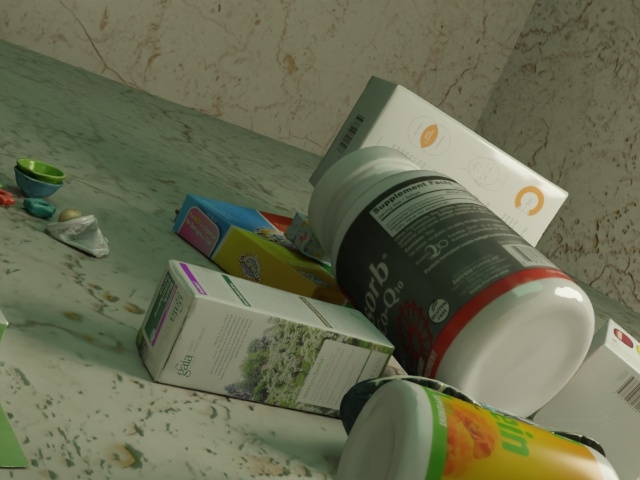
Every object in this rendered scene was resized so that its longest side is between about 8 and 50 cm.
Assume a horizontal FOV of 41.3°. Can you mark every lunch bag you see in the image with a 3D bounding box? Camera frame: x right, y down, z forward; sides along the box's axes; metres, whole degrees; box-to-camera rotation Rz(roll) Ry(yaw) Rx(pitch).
[{"bbox_3d":[0.000,0.000,1.237,0.083,0.053,0.071,28,8,-33],"label":"lunch bag"}]

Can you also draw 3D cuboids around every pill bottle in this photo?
[{"bbox_3d":[0.146,0.209,0.660,0.246,0.136,0.136,21,11,-14],"label":"pill bottle"},{"bbox_3d":[0.140,0.042,1.046,0.210,0.210,0.363,15,23,-39],"label":"pill bottle"}]

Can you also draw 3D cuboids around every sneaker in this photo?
[{"bbox_3d":[0.134,0.204,0.835,0.283,0.110,0.122,23,-7,-20],"label":"sneaker"}]

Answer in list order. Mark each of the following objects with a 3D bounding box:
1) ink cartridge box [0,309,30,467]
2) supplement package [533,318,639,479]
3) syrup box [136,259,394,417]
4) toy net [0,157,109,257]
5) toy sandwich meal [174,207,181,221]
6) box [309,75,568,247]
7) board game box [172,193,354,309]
[{"bbox_3d":[-0.309,0.068,0.598,0.171,0.056,0.235,16,12,-40],"label":"ink cartridge box"},{"bbox_3d":[0.386,0.208,1.120,0.139,0.133,0.244,42,15,13],"label":"supplement package"},{"bbox_3d":[-0.054,0.103,0.858,0.237,0.093,0.096,18,13,-29],"label":"syrup box"},{"bbox_3d":[-0.350,-0.049,1.089,0.232,0.045,0.122,33,13,37],"label":"toy net"},{"bbox_3d":[-0.197,-0.031,1.384,0.086,0.029,0.085,22,0,0],"label":"toy sandwich meal"},{"bbox_3d":[0.189,-0.088,1.404,0.345,0.215,0.168,30,8,-16],"label":"box"},{"bbox_3d":[-0.039,0.038,1.283,0.242,0.064,0.317,12,16,-48],"label":"board game box"}]
